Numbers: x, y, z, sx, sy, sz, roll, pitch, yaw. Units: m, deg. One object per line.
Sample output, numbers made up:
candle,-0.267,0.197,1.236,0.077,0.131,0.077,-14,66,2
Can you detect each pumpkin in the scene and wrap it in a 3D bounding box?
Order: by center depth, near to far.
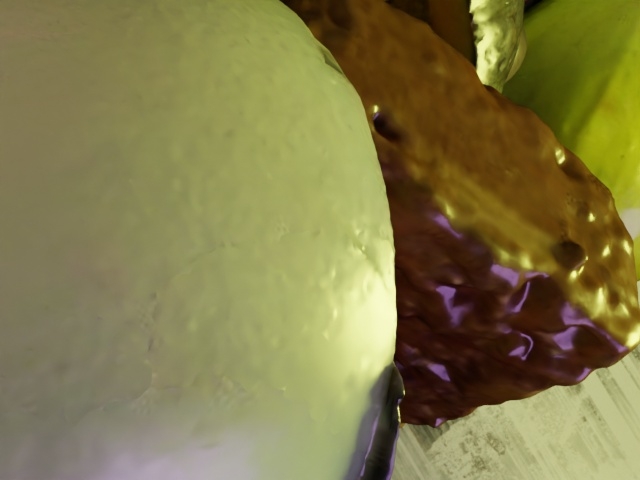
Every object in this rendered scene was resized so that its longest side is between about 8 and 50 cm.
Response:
pumpkin,0.099,-0.140,1.068,0.148,0.169,0.312,-34,176,-36

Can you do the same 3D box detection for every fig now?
fig,0.295,-0.121,1.470,0.343,0.343,0.343,-30,171,-5

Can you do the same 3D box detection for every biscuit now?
biscuit,0.000,0.000,0.988,0.395,0.342,0.166,-26,-141,48

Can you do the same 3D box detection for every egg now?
egg,-0.189,0.031,0.632,0.339,0.355,0.354,-2,155,-35

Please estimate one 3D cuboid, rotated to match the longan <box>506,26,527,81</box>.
longan,0.143,-0.187,1.272,0.113,0.092,0.113,-7,166,-2
